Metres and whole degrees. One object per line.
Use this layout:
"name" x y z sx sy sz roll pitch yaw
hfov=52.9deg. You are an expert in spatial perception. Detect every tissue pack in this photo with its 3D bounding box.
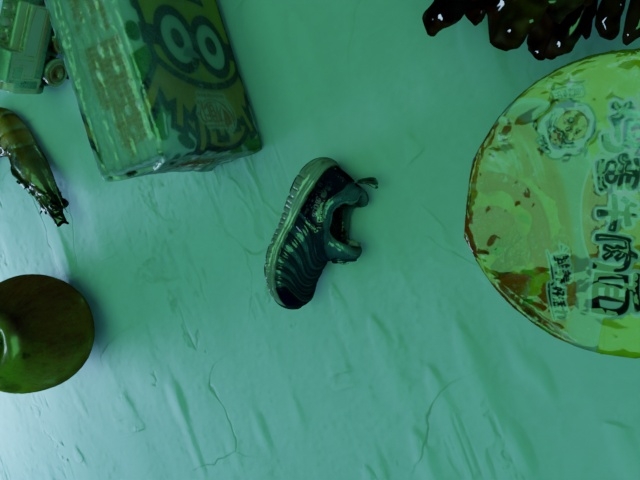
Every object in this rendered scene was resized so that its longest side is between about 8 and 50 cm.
"tissue pack" -0.210 -0.240 0.812 0.128 0.228 0.311 -17 92 26

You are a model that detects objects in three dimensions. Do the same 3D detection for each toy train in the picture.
"toy train" -0.430 -0.313 0.960 0.080 0.125 0.194 26 110 15

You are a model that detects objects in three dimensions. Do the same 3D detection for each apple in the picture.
"apple" -0.469 0.152 1.032 0.195 0.196 0.196 5 101 25

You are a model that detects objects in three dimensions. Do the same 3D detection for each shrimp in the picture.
"shrimp" -0.516 -0.087 1.088 0.262 0.051 0.198 51 122 12

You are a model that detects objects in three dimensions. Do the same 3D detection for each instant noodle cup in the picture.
"instant noodle cup" 0.291 -0.043 0.622 0.264 0.200 0.265 5 102 24

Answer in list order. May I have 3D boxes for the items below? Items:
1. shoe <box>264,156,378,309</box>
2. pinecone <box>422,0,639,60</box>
"shoe" 0.000 0.000 0.828 0.106 0.091 0.207 29 107 24
"pinecone" 0.213 -0.333 0.527 0.397 0.397 0.398 5 101 25
